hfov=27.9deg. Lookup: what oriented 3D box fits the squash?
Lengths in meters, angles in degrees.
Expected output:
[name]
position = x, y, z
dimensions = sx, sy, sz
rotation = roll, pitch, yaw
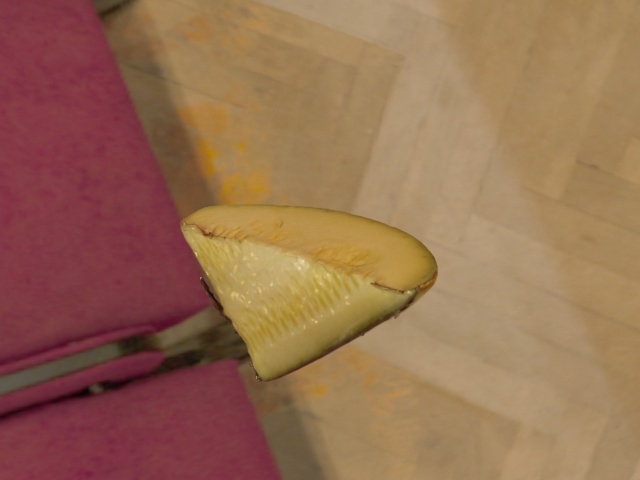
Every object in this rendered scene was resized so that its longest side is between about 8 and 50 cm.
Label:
[squash]
position = 0.000, 0.000, 1.059
dimensions = 0.169, 0.093, 0.252
rotation = 60, 143, 3
